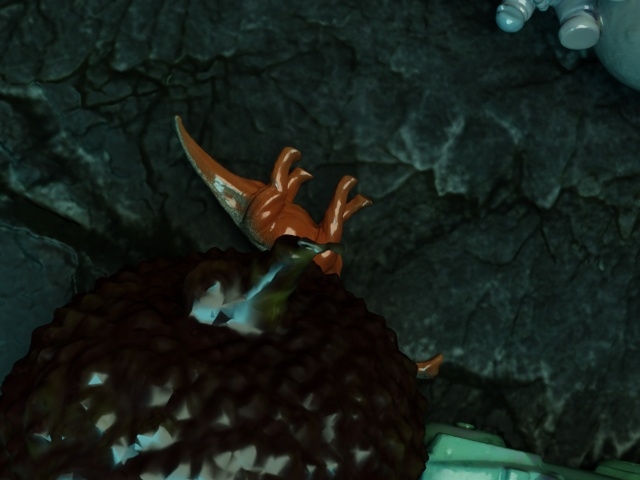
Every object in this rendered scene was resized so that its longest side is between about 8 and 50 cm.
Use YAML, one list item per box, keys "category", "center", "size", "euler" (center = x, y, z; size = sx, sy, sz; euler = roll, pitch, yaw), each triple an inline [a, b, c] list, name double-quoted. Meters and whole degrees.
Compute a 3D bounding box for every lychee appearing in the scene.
- category: "lychee"
  center: [-0.064, 0.120, 0.595]
  size: [0.264, 0.264, 0.300]
  euler: [16, 113, -12]

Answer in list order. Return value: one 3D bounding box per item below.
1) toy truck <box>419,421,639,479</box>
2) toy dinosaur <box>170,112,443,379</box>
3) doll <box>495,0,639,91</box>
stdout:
- category: "toy truck"
  center: [0.181, 0.227, 0.698]
  size: [0.279, 0.156, 0.154]
  euler: [14, 82, -13]
- category: "toy dinosaur"
  center: [-0.001, 0.000, 0.730]
  size: [0.280, 0.055, 0.101]
  euler: [36, 87, -9]
- category: "doll"
  center: [0.202, -0.216, 0.759]
  size: [0.287, 0.151, 0.150]
  euler: [23, 80, -4]
